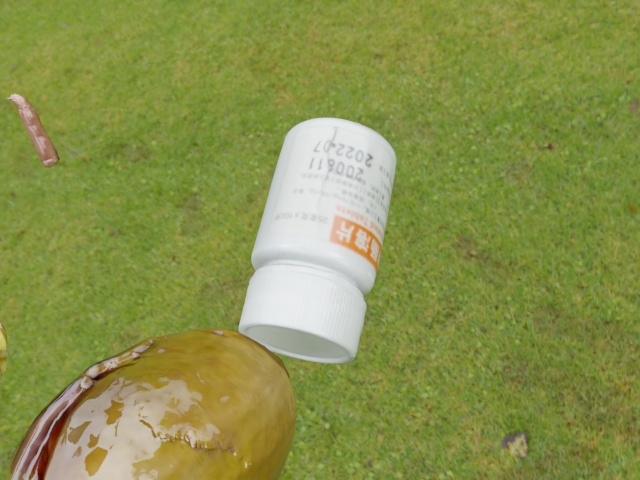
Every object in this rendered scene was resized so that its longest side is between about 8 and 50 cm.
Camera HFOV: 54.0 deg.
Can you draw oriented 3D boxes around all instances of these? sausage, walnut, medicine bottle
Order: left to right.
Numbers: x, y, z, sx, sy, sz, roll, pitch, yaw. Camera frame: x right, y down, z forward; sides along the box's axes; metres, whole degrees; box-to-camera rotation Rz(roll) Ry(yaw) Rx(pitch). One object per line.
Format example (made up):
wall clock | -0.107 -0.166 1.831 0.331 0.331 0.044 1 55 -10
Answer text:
sausage | -0.571 -0.220 1.255 0.042 0.158 0.036 -22 25 -4
walnut | -0.091 0.126 0.397 0.137 0.245 0.137 1 93 21
medicine bottle | 0.000 0.000 1.056 0.211 0.211 0.372 0 64 27

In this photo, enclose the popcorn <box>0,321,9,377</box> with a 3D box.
popcorn | -0.709 0.238 1.108 0.265 0.225 0.332 31 107 14
